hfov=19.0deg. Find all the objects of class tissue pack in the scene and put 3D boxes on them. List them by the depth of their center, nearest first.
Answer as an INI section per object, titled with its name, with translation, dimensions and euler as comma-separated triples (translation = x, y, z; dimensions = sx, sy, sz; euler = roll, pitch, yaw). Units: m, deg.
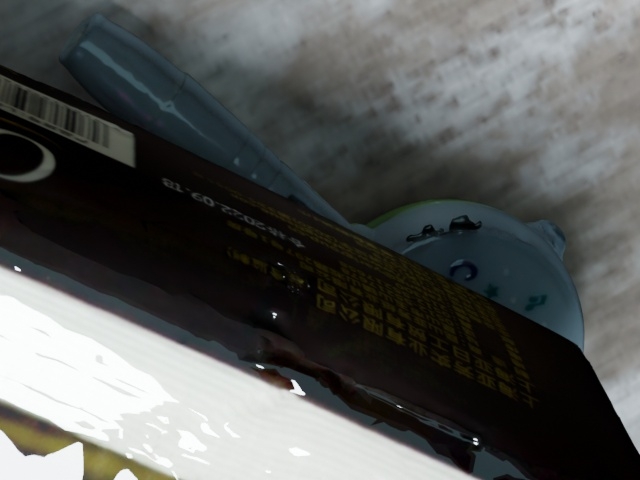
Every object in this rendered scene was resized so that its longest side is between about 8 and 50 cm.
[tissue pack]
translation = -0.097, 0.059, 0.649
dimensions = 0.370, 0.210, 0.198
euler = 26, 106, -10

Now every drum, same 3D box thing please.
[drum]
translation = 0.017, -0.012, 0.773
dimensions = 0.130, 0.049, 0.253
euler = -35, 111, -3
